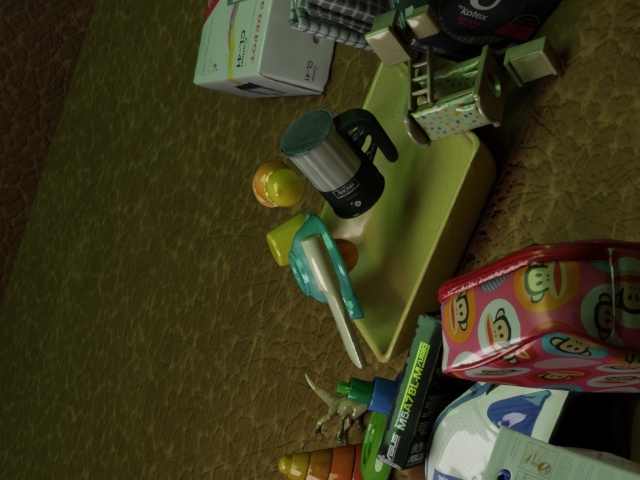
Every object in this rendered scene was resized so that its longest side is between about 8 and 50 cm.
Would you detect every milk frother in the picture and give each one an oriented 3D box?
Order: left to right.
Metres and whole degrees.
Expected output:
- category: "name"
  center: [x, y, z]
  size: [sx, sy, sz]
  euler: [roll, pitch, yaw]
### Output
- category: "milk frother"
  center: [0.021, -0.128, 2.098]
  size: [0.129, 0.135, 0.143]
  euler: [-42, 35, -2]

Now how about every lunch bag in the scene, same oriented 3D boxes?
- category: "lunch bag"
  center: [0.267, 0.086, 1.506]
  size: [0.258, 0.293, 0.120]
  euler: [-30, 58, 57]

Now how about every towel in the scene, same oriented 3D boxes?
- category: "towel"
  center: [0.075, -0.414, 2.182]
  size: [0.121, 0.235, 0.284]
  euler: [-17, 65, 55]

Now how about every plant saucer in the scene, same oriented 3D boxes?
- category: "plant saucer"
  center: [0.120, -0.048, 2.112]
  size: [0.333, 0.081, 0.333]
  euler: [-68, 28, 21]

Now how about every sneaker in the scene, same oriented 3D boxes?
- category: "sneaker"
  center: [0.233, 0.227, 1.707]
  size: [0.315, 0.127, 0.182]
  euler: [-60, 29, 31]

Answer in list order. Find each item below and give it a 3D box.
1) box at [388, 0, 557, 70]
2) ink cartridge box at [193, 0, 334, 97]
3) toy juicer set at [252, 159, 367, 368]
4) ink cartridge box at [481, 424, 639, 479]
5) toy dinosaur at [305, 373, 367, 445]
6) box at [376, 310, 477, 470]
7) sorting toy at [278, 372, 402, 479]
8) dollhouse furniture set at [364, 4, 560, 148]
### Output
- category: "box"
  center: [0.215, -0.362, 1.941]
  size: [0.270, 0.165, 0.143]
  euler: [-55, 34, 42]
- category: "ink cartridge box"
  center: [-0.090, -0.363, 2.622]
  size: [0.306, 0.131, 0.226]
  euler: [5, 85, 66]
- category: "toy juicer set"
  center: [0.000, 0.000, 2.086]
  size: [0.329, 0.089, 0.209]
  euler: [-127, 17, -55]
- category: "ink cartridge box"
  center: [0.251, 0.281, 1.604]
  size: [0.045, 0.179, 0.145]
  euler: [-30, -41, -73]
- category: "toy dinosaur"
  center: [0.031, 0.244, 2.230]
  size: [0.183, 0.053, 0.093]
  euler: [3, 68, 57]
- category: "box"
  center: [0.150, 0.171, 1.847]
  size: [0.045, 0.190, 0.184]
  euler: [19, 101, 29]
- category: "sorting toy"
  center: [0.029, 0.259, 2.017]
  size: [0.365, 0.126, 0.127]
  euler: [113, 170, -58]
- category: "dollhouse furniture set"
  center: [0.169, -0.215, 1.884]
  size: [0.182, 0.161, 0.101]
  euler: [-17, 41, 33]
